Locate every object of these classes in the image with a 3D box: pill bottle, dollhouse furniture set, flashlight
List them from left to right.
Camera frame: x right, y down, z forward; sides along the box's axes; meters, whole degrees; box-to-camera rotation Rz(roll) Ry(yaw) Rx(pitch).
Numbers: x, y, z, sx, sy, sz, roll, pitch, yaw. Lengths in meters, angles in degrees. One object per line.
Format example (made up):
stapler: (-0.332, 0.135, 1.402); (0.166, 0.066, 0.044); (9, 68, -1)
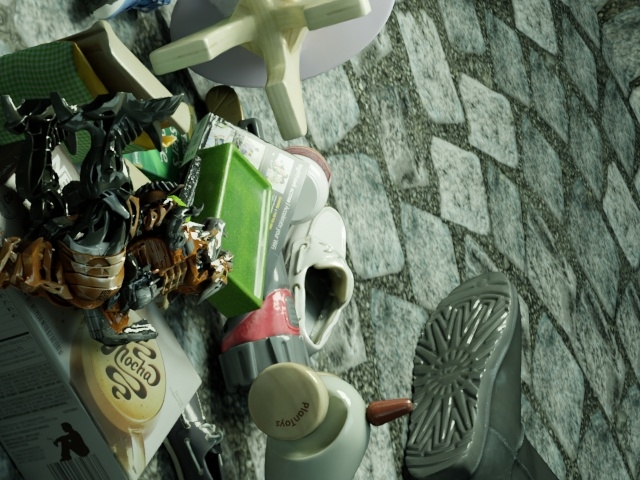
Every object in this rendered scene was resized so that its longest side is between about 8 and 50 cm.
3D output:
dollhouse furniture set: (-0.209, -0.050, 1.636); (0.301, 0.197, 0.151); (46, 40, -43)
flashlight: (-0.092, 0.020, 1.931); (0.103, 0.103, 0.304); (-8, 75, -28)
pill bottle: (-0.031, -0.066, 2.048); (0.152, 0.086, 0.086); (-76, 146, -81)

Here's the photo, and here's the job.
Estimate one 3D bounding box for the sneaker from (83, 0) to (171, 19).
sneaker: (-0.202, -0.296, 1.918); (0.081, 0.080, 0.211); (60, 30, -19)

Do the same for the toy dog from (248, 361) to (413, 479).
toy dog: (0.019, 0.281, 1.795); (0.220, 0.161, 0.334); (-47, 134, -68)

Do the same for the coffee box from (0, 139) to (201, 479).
coffee box: (-0.253, 0.072, 1.559); (0.297, 0.119, 0.168); (62, 32, -20)

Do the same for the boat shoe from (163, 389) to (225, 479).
boat shoe: (-0.121, 0.219, 1.783); (0.075, 0.065, 0.206); (-6, 81, -64)

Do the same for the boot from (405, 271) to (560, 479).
boot: (0.298, 0.316, 2.419); (0.445, 0.146, 0.367); (48, 45, -33)

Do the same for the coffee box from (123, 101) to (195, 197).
coffee box: (-0.201, -0.119, 1.858); (0.184, 0.040, 0.113); (26, 53, -56)

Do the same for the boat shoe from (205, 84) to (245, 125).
boat shoe: (-0.106, -0.110, 2.025); (0.048, 0.056, 0.153); (90, -15, -76)

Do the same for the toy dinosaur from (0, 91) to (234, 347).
toy dinosaur: (-0.194, -0.016, 1.443); (0.322, 0.164, 0.218); (-1, 93, -68)

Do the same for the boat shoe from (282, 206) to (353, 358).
boat shoe: (0.000, 0.052, 2.057); (0.098, 0.096, 0.277); (45, 38, -26)

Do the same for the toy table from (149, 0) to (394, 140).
toy table: (-0.055, -0.254, 1.923); (0.252, 0.274, 0.161); (60, 16, -13)

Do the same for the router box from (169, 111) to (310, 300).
router box: (-0.100, -0.033, 1.857); (0.133, 0.046, 0.179); (27, 64, -18)

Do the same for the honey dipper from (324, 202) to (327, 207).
honey dipper: (0.000, 0.000, 2.186); (0.030, 0.030, 0.161); (13, 68, -60)
